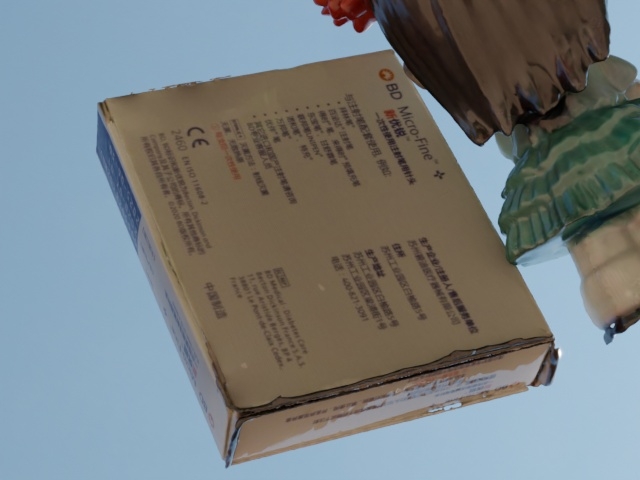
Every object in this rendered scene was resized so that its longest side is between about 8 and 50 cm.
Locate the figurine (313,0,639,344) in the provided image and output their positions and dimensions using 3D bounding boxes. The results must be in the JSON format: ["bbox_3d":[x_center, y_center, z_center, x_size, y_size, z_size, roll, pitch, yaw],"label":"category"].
[{"bbox_3d":[0.101,-0.070,0.872,0.138,0.110,0.245,-29,-101,2],"label":"figurine"}]

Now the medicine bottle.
[{"bbox_3d":[0.000,0.000,0.875,0.171,0.201,0.052,-13,-35,-21],"label":"medicine bottle"}]
